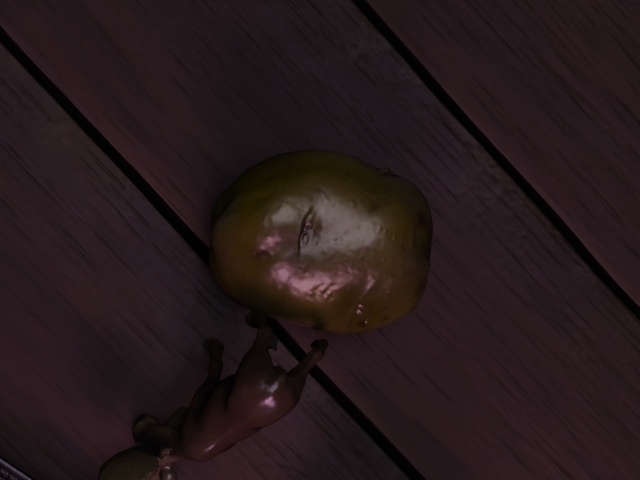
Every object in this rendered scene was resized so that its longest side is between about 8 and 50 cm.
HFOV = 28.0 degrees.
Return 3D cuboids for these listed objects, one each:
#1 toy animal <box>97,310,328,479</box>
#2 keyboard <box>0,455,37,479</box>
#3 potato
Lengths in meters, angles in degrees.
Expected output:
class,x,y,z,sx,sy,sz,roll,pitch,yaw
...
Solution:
class,x,y,z,sx,sy,sz,roll,pitch,yaw
toy animal,-0.101,0.156,1.093,0.093,0.214,0.186,41,42,-17
keyboard,-0.216,0.251,1.090,0.202,0.011,0.067,37,117,-10
potato,0.001,0.000,1.143,0.200,0.137,0.155,10,70,-9
